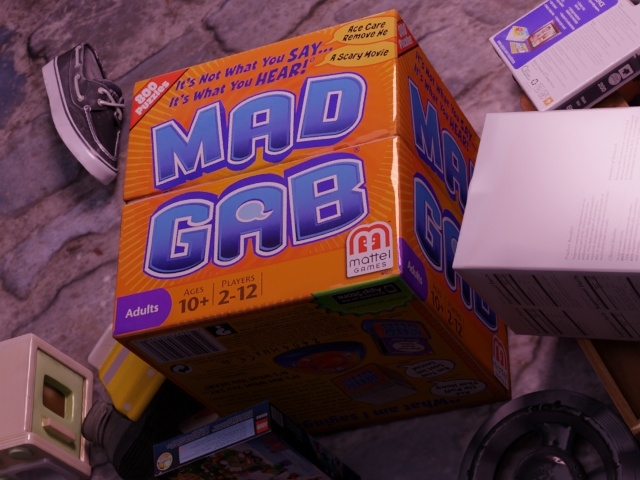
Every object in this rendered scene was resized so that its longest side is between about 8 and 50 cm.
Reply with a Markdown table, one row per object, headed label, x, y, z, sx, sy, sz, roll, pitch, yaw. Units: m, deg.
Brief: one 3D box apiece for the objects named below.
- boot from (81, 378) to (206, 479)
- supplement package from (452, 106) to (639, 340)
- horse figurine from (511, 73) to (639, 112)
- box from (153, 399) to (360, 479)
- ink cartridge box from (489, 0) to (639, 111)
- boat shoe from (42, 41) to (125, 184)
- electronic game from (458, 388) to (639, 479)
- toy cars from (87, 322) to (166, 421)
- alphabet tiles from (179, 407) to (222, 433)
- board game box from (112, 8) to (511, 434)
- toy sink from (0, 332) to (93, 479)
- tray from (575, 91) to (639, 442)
| label | x | y | z | sx | sy | sz | roll | pitch | yaw |
| --- | --- | --- | --- | --- | --- | --- | --- | --- | --- |
| boot | -0.232 | 0.199 | 1.943 | 0.246 | 0.083 | 0.161 | -52 | 38 | -1 |
| supplement package | 0.319 | -0.014 | 1.573 | 0.262 | 0.198 | 0.199 | 1 | 65 | 32 |
| horse figurine | 0.342 | -0.204 | 1.852 | 0.263 | 0.066 | 0.174 | -16 | 49 | 27 |
| box | -0.071 | 0.285 | 1.710 | 0.159 | 0.233 | 0.044 | -24 | 49 | 18 |
| ink cartridge box | 0.341 | -0.259 | 1.817 | 0.208 | 0.045 | 0.206 | -35 | 36 | 10 |
| boat shoe | -0.363 | -0.213 | 2.274 | 0.102 | 0.108 | 0.301 | -36 | 43 | 11 |
| electronic game | 0.263 | 0.284 | 1.626 | 0.229 | 0.048 | 0.229 | -12 | 66 | 28 |
| toy cars | -0.224 | 0.077 | 1.904 | 0.176 | 0.087 | 0.394 | -39 | 24 | 47 |
| alphabet tiles | -0.158 | 0.131 | 1.994 | 0.278 | 0.021 | 0.284 | -27 | 52 | 16 |
| board game box | 0.000 | 0.000 | 1.740 | 0.356 | 0.356 | 0.356 | -13 | 57 | 21 |
| toy sink | -0.410 | 0.273 | 1.981 | 0.131 | 0.153 | 0.234 | -17 | 55 | 23 |
| tray | 0.374 | 0.029 | 1.691 | 0.203 | 0.076 | 0.411 | -33 | 52 | 11 |
